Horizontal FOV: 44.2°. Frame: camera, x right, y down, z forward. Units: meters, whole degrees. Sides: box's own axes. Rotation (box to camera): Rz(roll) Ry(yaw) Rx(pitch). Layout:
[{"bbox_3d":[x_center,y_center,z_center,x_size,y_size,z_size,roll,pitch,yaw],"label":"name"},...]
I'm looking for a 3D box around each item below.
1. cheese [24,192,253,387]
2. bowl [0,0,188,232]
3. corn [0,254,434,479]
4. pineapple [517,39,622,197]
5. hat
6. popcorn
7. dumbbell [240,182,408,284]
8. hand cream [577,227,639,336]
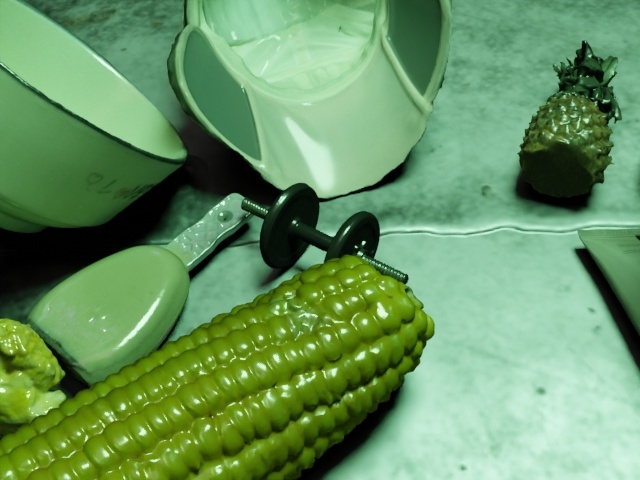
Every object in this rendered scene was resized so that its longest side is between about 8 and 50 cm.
[{"bbox_3d":[-0.123,0.026,0.593,0.097,0.037,0.192,33,61,29],"label":"cheese"},{"bbox_3d":[-0.232,-0.091,0.609,0.126,0.238,0.238,-51,54,10],"label":"bowl"},{"bbox_3d":[-0.089,0.126,0.453,0.363,0.120,0.120,-29,52,-19],"label":"corn"},{"bbox_3d":[0.210,-0.106,0.648,0.074,0.074,0.159,15,50,19],"label":"pineapple"},{"bbox_3d":[-0.007,-0.170,0.685,0.232,0.161,0.275,-21,73,4],"label":"hat"},{"bbox_3d":[-0.213,0.094,0.535,0.084,0.084,0.084,-4,49,4],"label":"popcorn"},{"bbox_3d":[0.000,0.000,0.580,0.147,0.069,0.069,25,57,26],"label":"dumbbell"},{"bbox_3d":[0.240,0.052,0.521,0.087,0.054,0.186,-1,41,-4],"label":"hand cream"}]
